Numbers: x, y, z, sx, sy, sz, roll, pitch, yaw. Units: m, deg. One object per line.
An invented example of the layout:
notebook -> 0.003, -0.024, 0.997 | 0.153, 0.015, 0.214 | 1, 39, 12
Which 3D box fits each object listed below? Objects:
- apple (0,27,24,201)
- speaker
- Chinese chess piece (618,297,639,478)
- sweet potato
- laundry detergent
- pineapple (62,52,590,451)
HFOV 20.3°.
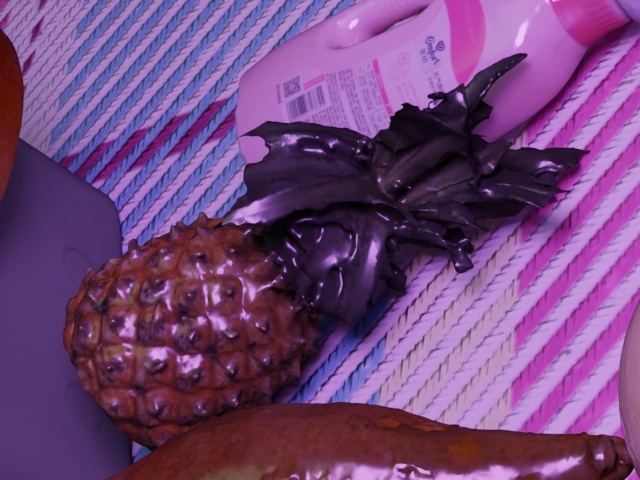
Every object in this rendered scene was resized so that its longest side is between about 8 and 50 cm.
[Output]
apple -> -0.384, -0.030, 1.307 | 0.329, 0.295, 0.365 | 114, 158, -43
speaker -> -0.269, 0.092, 1.341 | 0.183, 0.184, 0.406 | -29, 44, 21
Chinese chess piece -> 0.268, 0.070, 0.826 | 0.257, 0.257, 0.104 | -7, 74, 38
sweet potato -> 0.001, 0.142, 0.941 | 0.337, 0.131, 0.131 | -20, 47, 17
laundry detergent -> 0.094, -0.130, 1.260 | 0.335, 0.088, 0.159 | -25, 58, 26
pineapple -> -0.002, -0.003, 1.195 | 0.364, 0.165, 0.165 | -36, 42, 16
